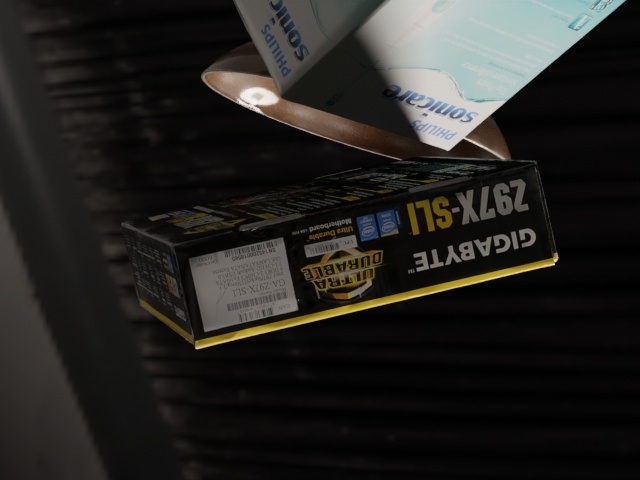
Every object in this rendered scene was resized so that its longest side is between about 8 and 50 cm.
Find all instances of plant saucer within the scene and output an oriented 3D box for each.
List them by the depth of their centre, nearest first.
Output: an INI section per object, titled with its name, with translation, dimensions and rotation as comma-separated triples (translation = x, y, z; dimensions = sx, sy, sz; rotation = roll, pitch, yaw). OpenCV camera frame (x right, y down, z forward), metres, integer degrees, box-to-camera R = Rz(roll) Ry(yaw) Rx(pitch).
[plant saucer]
translation = 0.040, -0.130, 1.784
dimensions = 0.310, 0.310, 0.050
rotation = 22, 84, -54

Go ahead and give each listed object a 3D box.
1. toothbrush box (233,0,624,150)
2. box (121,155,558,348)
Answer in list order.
[toothbrush box]
translation = 0.112, -0.217, 1.398
dimensions = 0.216, 0.295, 0.126
rotation = 12, 44, -49
[box]
translation = 0.000, 0.000, 1.374
dimensions = 0.257, 0.322, 0.079
rotation = -15, 96, -11
